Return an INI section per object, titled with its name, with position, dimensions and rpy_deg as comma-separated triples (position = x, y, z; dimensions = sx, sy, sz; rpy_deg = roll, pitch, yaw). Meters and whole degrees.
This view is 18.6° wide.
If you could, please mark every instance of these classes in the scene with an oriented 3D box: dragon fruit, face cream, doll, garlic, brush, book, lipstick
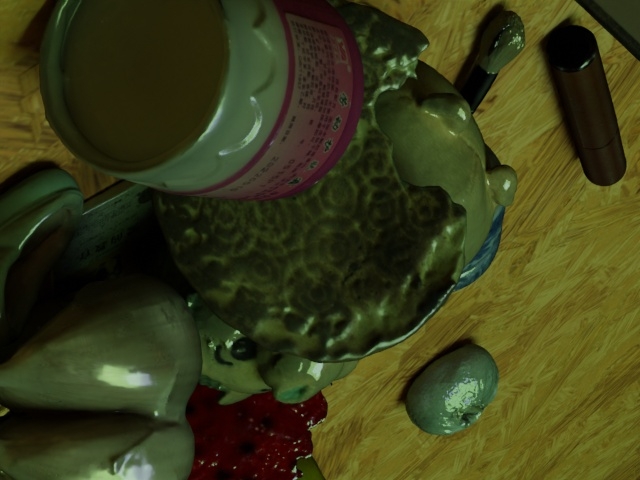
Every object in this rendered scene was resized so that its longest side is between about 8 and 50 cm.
[dragon fruit]
position = -0.104, 0.101, 1.926
dimensions = 0.286, 0.228, 0.329
rpy_deg = -139, -112, -83
[face cream]
position = -0.085, -0.119, 1.437
dimensions = 0.175, 0.175, 0.195
rpy_deg = -49, 158, 18
[doll]
position = 0.000, 0.000, 1.717
dimensions = 0.349, 0.247, 0.247
rpy_deg = -36, 158, 4
[garlic]
position = -0.213, 0.136, 1.580
dimensions = 0.238, 0.210, 0.292
rpy_deg = -4, 178, 9
[brush]
position = 0.136, -0.120, 1.971
dimensions = 0.039, 0.042, 0.299
rpy_deg = 4, 139, -23
[book]
position = -0.187, 0.008, 1.717
dimensions = 0.118, 0.012, 0.172
rpy_deg = -30, 155, -22
[lipstick]
position = 0.296, -0.143, 2.155
dimensions = 0.057, 0.057, 0.356
rpy_deg = -40, 157, -2

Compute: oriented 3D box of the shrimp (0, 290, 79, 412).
[shrimp]
position = -0.286, 0.123, 1.709
dimensions = 0.267, 0.061, 0.145
rpy_deg = -32, 164, -21

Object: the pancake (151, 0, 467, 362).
[pancake]
position = 0.001, -0.052, 1.588
dimensions = 0.286, 0.288, 0.033
rpy_deg = -55, -173, -5

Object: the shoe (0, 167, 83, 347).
[shoe]
position = -0.273, 0.051, 1.547
dimensions = 0.251, 0.100, 0.103
rpy_deg = -44, 156, -4

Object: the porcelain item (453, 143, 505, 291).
[porcelain item]
position = 0.110, -0.028, 1.943
dimensions = 0.147, 0.147, 0.114
rpy_deg = -33, 153, -18

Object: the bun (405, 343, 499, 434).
[bun]
position = 0.180, 0.201, 2.562
dimensions = 0.141, 0.083, 0.141
rpy_deg = -37, 157, -19

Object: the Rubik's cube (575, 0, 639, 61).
[Rubik's cube]
position = 0.384, -0.283, 1.779
dimensions = 0.259, 0.255, 0.260
rpy_deg = -7, 140, -53

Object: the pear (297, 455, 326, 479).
[pear]
position = -0.085, 0.303, 2.190
dimensions = 0.200, 0.200, 0.200
rpy_deg = -34, 156, -17
